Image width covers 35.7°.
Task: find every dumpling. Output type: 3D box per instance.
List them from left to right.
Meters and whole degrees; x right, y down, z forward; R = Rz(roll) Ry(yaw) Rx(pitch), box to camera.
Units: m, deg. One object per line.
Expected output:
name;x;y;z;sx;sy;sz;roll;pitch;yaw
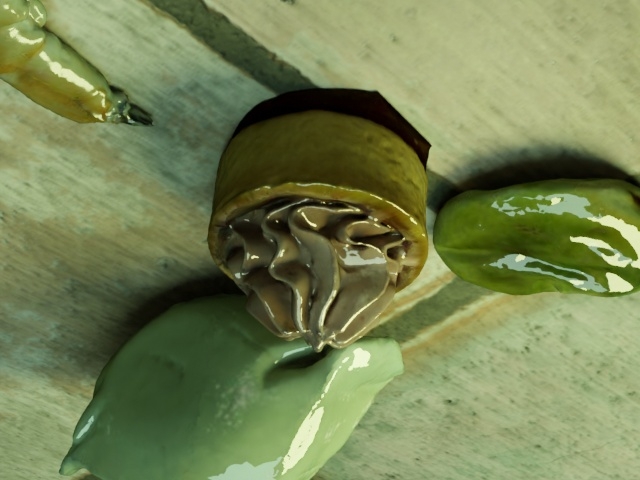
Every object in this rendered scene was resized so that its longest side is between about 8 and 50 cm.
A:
dumpling;-0.084;0.150;1.010;0.321;0.270;0.212;12;122;23

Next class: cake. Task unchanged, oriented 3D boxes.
cake;0.000;0.000;0.825;0.185;0.178;0.207;14;136;-16

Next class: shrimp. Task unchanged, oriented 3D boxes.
shrimp;-0.190;-0.175;0.688;0.185;0.068;0.287;8;141;-12

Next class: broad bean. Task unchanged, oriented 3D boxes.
broad bean;0.209;-0.003;0.902;0.207;0.072;0.153;3;135;-3
